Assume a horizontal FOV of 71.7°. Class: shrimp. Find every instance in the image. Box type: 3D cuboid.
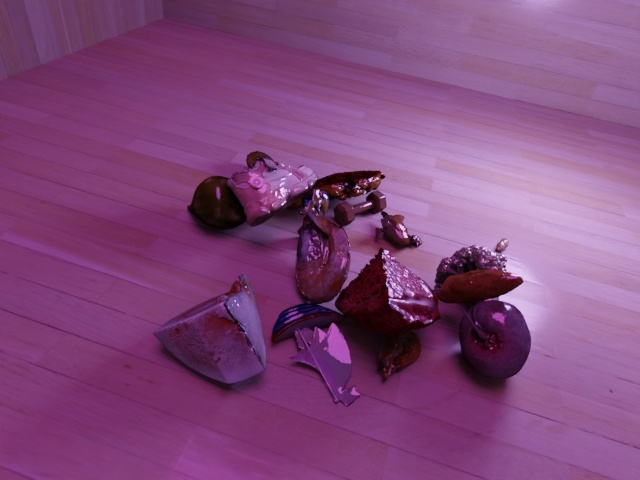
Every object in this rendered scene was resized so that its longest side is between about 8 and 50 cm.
[{"bbox_3d":[0.221,0.315,1.252,0.115,0.051,0.217,23,36,16],"label":"shrimp"},{"bbox_3d":[0.000,0.000,1.437,0.110,0.221,0.446,28,41,-37],"label":"shrimp"}]

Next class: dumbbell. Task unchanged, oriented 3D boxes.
[{"bbox_3d":[0.157,-0.128,1.739,0.230,0.082,0.092,-22,48,-33],"label":"dumbbell"}]

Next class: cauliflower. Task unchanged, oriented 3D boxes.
[{"bbox_3d":[0.513,0.151,1.419,0.256,0.239,0.315,16,50,-35],"label":"cauliflower"}]

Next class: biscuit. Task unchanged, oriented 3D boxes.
[{"bbox_3d":[0.103,-0.222,1.791,0.289,0.081,0.334,9,25,44],"label":"biscuit"}]

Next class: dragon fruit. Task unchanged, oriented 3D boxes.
[{"bbox_3d":[0.173,0.152,1.223,0.302,0.240,0.330,-18,2,10],"label":"dragon fruit"}]

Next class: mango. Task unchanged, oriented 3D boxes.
[{"bbox_3d":[-0.105,-0.188,1.776,0.101,0.066,0.187,12,33,0],"label":"mango"}]

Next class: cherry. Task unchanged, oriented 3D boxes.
[{"bbox_3d":[0.489,0.274,1.238,0.266,0.213,0.183,8,-3,-39],"label":"cherry"}]

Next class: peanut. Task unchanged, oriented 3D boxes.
[{"bbox_3d":[0.704,0.017,1.716,0.037,0.037,0.083,34,50,27],"label":"peanut"}]

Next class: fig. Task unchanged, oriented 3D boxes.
[{"bbox_3d":[-0.387,-0.117,1.588,0.235,0.203,0.203,-22,31,26],"label":"fig"}]

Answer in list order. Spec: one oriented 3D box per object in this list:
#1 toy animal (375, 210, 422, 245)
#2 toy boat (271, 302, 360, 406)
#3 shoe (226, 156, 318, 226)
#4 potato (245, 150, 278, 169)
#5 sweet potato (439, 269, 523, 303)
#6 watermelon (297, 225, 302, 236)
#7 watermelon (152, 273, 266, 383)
[{"bbox_3d":[0.294,-0.046,1.678,0.179,0.089,0.188,13,36,-23],"label":"toy animal"},{"bbox_3d":[0.016,0.288,1.234,0.318,0.072,0.219,35,49,23],"label":"toy boat"},{"bbox_3d":[-0.161,-0.210,1.562,0.198,0.172,0.351,54,44,-5],"label":"shoe"},{"bbox_3d":[-0.225,-0.298,1.857,0.225,0.090,0.117,42,43,24],"label":"potato"},{"bbox_3d":[0.452,0.130,1.273,0.097,0.251,0.097,16,65,-39],"label":"sweet potato"},{"bbox_3d":[-0.042,-0.012,1.592,0.084,0.072,0.092,11,77,-16],"label":"watermelon"},{"bbox_3d":[-0.285,0.206,1.152,0.289,0.214,0.320,1,52,-8],"label":"watermelon"}]
